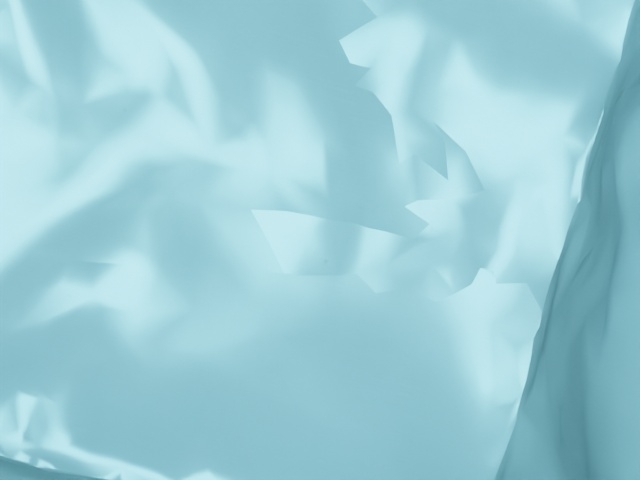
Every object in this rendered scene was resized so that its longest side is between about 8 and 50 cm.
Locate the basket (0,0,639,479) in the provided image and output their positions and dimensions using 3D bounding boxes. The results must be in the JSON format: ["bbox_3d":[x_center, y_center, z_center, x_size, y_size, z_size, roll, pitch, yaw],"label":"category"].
[{"bbox_3d":[-0.021,-0.026,0.350,0.266,0.328,0.331,-151,76,-81],"label":"basket"}]
